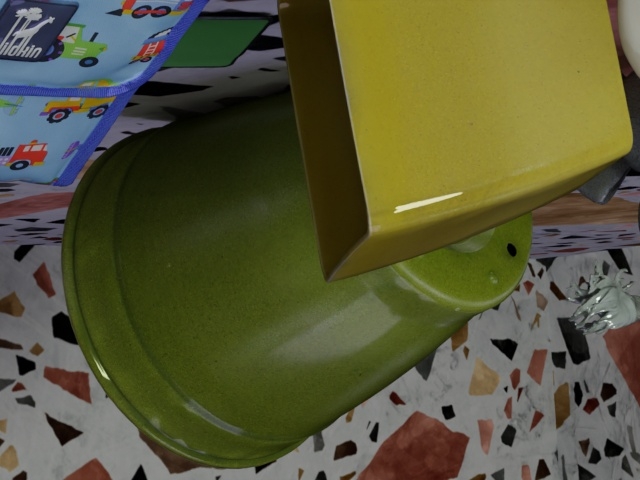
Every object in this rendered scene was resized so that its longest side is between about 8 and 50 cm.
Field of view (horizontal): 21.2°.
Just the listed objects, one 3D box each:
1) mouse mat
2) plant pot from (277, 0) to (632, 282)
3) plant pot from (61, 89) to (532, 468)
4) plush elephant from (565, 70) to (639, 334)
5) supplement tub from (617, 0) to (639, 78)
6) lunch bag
[{"bbox_3d":[-0.130,-0.163,1.409,0.152,0.007,0.189,-1,175,-14],"label":"mouse mat"},{"bbox_3d":[0.088,-0.103,1.138,0.187,0.212,0.212,-9,171,-9],"label":"plant pot"},{"bbox_3d":[0.000,0.000,1.644,0.366,0.366,0.353,3,160,-43],"label":"plant pot"},{"bbox_3d":[0.359,-0.066,1.562,0.330,0.255,0.272,-9,-175,-17],"label":"plush elephant"},{"bbox_3d":[0.304,-0.146,1.109,0.199,0.144,0.144,3,172,-44],"label":"supplement tub"},{"bbox_3d":[-0.208,-0.149,1.079,0.221,0.138,0.293,2,160,-33],"label":"lunch bag"}]
